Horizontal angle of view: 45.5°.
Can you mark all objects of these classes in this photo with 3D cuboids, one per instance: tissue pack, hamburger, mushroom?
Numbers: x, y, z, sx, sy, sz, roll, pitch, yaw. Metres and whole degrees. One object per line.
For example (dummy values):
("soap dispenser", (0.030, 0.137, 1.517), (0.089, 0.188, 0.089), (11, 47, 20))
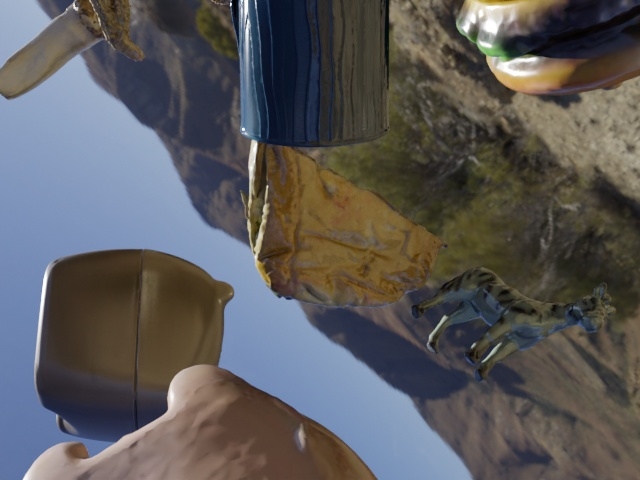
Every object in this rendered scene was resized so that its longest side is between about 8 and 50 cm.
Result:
("tissue pack", (-0.287, 0.179, 1.214), (0.387, 0.276, 0.268), (112, 160, -64))
("hamburger", (-0.001, 0.002, 1.156), (0.329, 0.209, 0.162), (30, 177, -15))
("hamburger", (0.362, -0.354, 0.979), (0.277, 0.395, 0.396), (59, 180, -25))
("mushroom", (-0.416, -0.297, 1.191), (0.084, 0.209, 0.071), (51, 177, -10))

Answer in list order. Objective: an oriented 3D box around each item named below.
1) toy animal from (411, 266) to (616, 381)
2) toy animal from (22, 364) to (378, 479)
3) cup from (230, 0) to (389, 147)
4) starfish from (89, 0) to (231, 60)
("toy animal", (0.246, 0.114, 1.020), (0.255, 0.170, 0.090), (14, 138, 39))
("toy animal", (-0.021, 0.217, 0.339), (0.213, 0.195, 0.256), (32, 152, 60))
("cup", (-0.021, -0.152, 0.569), (0.113, 0.150, 0.138), (-40, -46, -58))
("starfish", (-0.190, -0.333, 0.719), (0.060, 0.299, 0.303), (15, 132, 57))
